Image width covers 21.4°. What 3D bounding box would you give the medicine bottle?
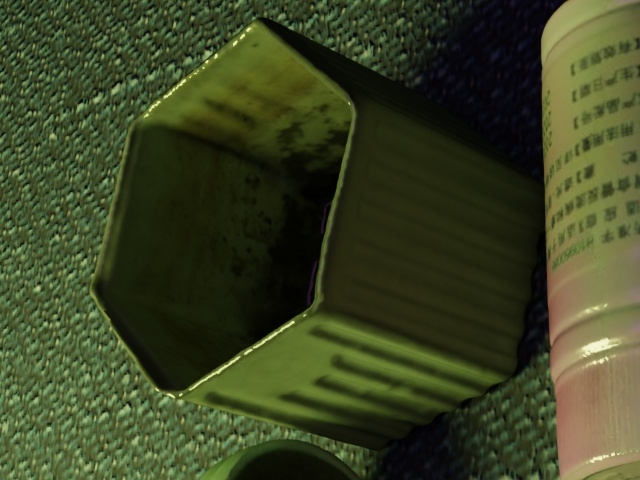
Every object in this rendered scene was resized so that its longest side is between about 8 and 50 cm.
[{"bbox_3d":[0.192,0.003,0.874,0.152,0.152,0.254,-19,61,40],"label":"medicine bottle"}]

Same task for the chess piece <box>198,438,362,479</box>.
[{"bbox_3d":[-0.081,0.240,1.100,0.271,0.139,0.139,-39,49,42],"label":"chess piece"}]

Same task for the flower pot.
[{"bbox_3d":[0.000,0.000,1.051,0.239,0.189,0.209,-35,52,33],"label":"flower pot"}]
